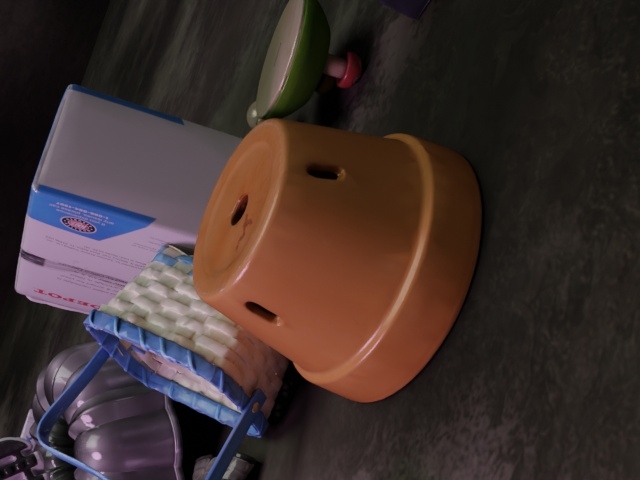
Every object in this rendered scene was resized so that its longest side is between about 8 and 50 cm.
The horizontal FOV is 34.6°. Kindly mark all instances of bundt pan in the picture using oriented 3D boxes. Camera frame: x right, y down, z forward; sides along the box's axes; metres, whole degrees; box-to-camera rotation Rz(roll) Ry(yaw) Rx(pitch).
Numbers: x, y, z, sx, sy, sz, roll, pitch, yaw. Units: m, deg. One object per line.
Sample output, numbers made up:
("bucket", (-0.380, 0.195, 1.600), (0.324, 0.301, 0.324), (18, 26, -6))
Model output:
("bundt pan", (-0.314, 0.291, 1.431), (0.331, 0.124, 0.330), (10, 101, 57))

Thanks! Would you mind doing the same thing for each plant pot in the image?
("plant pot", (0.000, 0.000, 1.075), (0.291, 0.203, 0.291), (-47, 31, 39))

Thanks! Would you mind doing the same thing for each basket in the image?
("basket", (-0.172, 0.170, 1.222), (0.255, 0.201, 0.289), (23, 63, 32))

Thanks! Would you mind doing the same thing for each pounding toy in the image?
("pounding toy", (-0.018, -0.219, 1.433), (0.183, 0.110, 0.237), (-99, 29, -57))

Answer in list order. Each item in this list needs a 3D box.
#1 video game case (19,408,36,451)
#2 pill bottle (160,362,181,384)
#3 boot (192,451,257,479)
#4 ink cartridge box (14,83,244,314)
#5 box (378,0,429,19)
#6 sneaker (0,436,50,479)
("video game case", (-0.581, 0.486, 1.970), (0.329, 0.036, 0.300), (131, 154, -70))
("pill bottle", (-0.225, 0.172, 1.502), (0.208, 0.118, 0.117), (-29, 44, 55))
("boot", (-0.115, 0.320, 1.204), (0.246, 0.083, 0.161), (-17, 47, 57))
("ink cartridge box", (-0.258, -0.019, 1.441), (0.395, 0.285, 0.166), (132, 152, -61))
("box", (0.067, -0.380, 1.309), (0.093, 0.158, 0.156), (-55, 27, 28))
("sneaker", (-0.376, 0.400, 1.351), (0.118, 0.110, 0.292), (151, 104, -69))
